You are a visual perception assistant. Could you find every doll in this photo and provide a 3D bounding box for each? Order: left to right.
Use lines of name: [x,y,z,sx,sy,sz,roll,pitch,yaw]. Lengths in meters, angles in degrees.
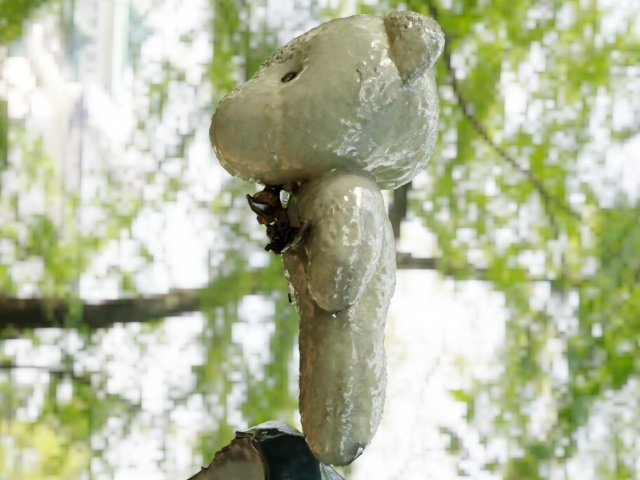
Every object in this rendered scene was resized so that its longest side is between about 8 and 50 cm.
doll: [0.000,0.000,1.129,0.175,0.149,0.278,-9,-99,61]

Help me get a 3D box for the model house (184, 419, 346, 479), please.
model house: [0.045,0.251,1.263,0.253,0.291,0.184,124,-35,-48]
